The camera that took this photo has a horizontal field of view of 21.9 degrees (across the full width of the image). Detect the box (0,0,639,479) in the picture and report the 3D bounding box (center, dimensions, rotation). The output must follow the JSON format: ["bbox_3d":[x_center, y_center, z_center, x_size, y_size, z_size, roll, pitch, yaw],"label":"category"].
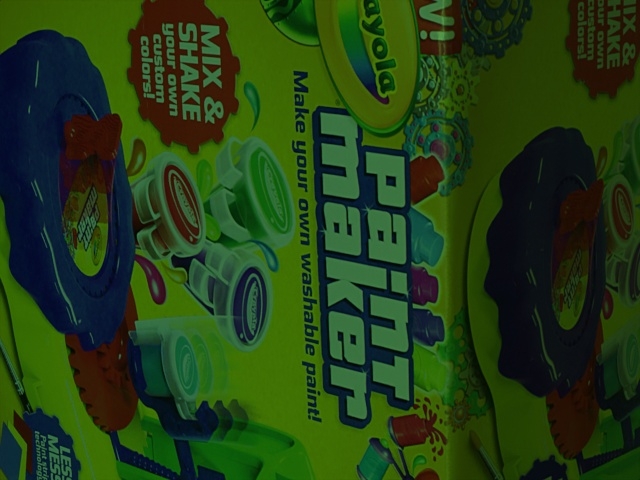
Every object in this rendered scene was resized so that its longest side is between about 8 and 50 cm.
[{"bbox_3d":[0.000,0.000,0.675,0.279,0.177,0.290,10,108,42],"label":"box"}]
